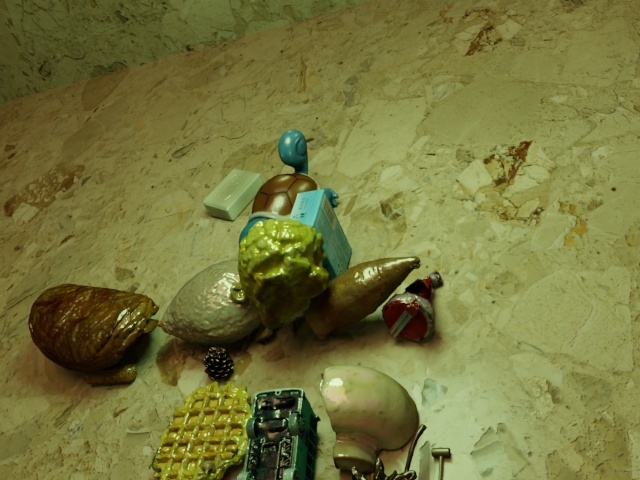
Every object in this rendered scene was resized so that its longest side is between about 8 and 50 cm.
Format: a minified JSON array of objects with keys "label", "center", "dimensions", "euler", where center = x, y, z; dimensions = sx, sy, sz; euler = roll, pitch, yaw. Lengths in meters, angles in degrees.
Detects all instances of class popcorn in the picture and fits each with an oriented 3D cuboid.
[{"label":"popcorn","center":[-0.090,0.080,1.650],"dimensions":[0.237,0.205,0.252],"euler":[-18,66,43]}]

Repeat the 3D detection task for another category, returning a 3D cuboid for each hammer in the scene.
[{"label":"hammer","center":[0.234,0.459,1.367],"dimensions":[0.035,0.019,0.110],"euler":[-7,47,21]}]

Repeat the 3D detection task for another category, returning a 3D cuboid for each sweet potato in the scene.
[{"label":"sweet potato","center":[0.092,0.119,1.643],"dimensions":[0.336,0.131,0.131],"euler":[-34,29,36]}]

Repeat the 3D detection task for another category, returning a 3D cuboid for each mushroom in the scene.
[{"label":"mushroom","center":[0.100,0.343,1.449],"dimensions":[0.173,0.162,0.236],"euler":[-12,42,17]}]

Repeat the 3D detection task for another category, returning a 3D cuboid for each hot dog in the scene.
[{"label":"hot dog","center":[-0.614,0.227,1.915],"dimensions":[0.387,0.174,0.267],"euler":[6,38,30]}]

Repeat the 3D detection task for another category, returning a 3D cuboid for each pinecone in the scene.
[{"label":"pinecone","center":[-0.256,0.305,1.737],"dimensions":[0.077,0.083,0.077],"euler":[-3,48,3]}]

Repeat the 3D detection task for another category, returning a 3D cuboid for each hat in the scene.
[{"label":"hat","center":[0.236,0.133,1.659],"dimensions":[0.128,0.140,0.227],"euler":[19,41,20]}]

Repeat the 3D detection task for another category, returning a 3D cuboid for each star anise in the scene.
[{"label":"star anise","center":[0.148,0.483,1.332],"dimensions":[0.234,0.073,0.177],"euler":[-32,54,-3]}]

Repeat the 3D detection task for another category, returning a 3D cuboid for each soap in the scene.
[{"label":"soap","center":[-0.284,-0.151,2.282],"dimensions":[0.121,0.064,0.183],"euler":[14,53,35]}]

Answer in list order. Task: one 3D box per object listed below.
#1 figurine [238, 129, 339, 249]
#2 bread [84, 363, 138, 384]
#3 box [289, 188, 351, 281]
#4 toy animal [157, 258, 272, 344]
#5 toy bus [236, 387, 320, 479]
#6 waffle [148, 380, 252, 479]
[{"label":"figurine","center":[-0.090,-0.100,2.038],"dimensions":[0.297,0.243,0.416],"euler":[10,70,23]},{"label":"bread","center":[-0.559,0.357,1.863],"dimensions":[0.157,0.044,0.052],"euler":[-8,33,19]},{"label":"box","center":[0.000,0.000,1.830],"dimensions":[0.083,0.232,0.143],"euler":[-6,42,22]},{"label":"toy animal","center":[-0.252,0.164,1.812],"dimensions":[0.358,0.188,0.226],"euler":[-27,33,-2]},{"label":"toy bus","center":[-0.081,0.447,1.435],"dimensions":[0.128,0.147,0.256],"euler":[-9,46,16]},{"label":"waffle","center":[-0.265,0.447,1.603],"dimensions":[0.280,0.060,0.262],"euler":[-35,37,-15]}]
